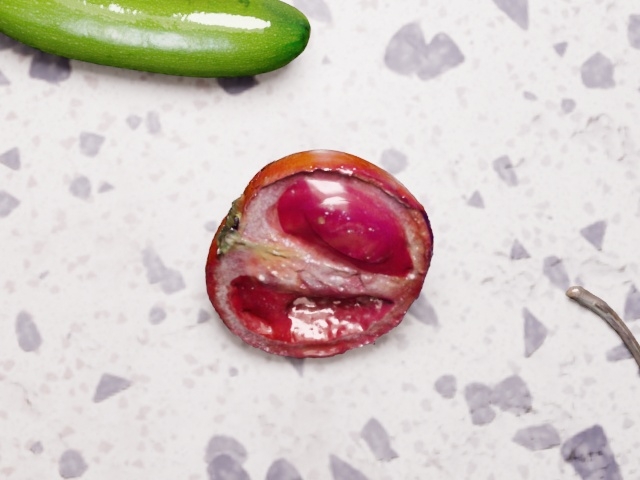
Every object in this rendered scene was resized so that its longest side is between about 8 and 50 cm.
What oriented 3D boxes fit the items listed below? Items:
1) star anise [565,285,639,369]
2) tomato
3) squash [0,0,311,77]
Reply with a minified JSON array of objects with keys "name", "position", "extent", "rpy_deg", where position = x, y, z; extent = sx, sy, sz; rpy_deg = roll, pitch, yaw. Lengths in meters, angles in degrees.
[{"name":"star anise","position":[0.272,0.185,0.985],"extent":[0.148,0.218,0.227],"rpy_deg":[-26,39,21]},{"name":"tomato","position":[0.000,0.000,0.954],"extent":[0.173,0.099,0.189],"rpy_deg":[22,121,-16]},{"name":"squash","position":[-0.154,-0.185,0.970],"extent":[0.292,0.082,0.082],"rpy_deg":[7,82,-2]}]
